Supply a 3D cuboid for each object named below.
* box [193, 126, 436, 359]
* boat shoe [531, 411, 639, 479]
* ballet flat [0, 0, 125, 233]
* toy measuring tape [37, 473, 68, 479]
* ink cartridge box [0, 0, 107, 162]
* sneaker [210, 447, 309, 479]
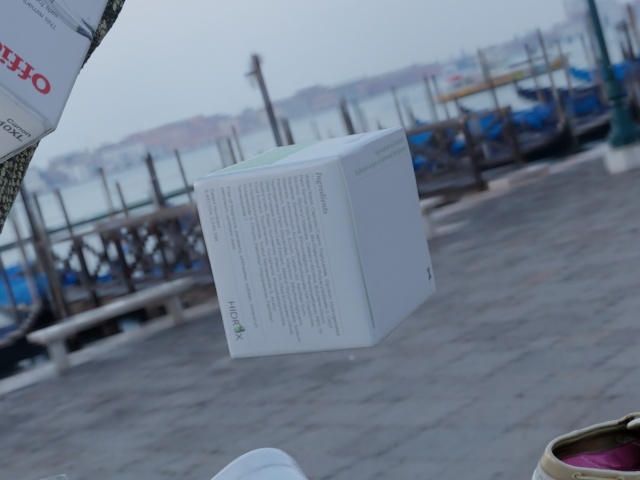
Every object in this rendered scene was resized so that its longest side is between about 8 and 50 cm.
[{"bbox_3d":[0.000,0.000,0.661,0.087,0.102,0.101,-7,10,24],"label":"box"},{"bbox_3d":[0.238,0.156,0.905,0.170,0.059,0.063,-14,42,-14],"label":"boat shoe"},{"bbox_3d":[-0.291,-0.197,1.130,0.164,0.483,0.182,19,-12,14],"label":"ballet flat"},{"bbox_3d":[-0.221,0.187,0.797,0.330,0.121,0.121,-23,0,42],"label":"toy measuring tape"},{"bbox_3d":[-0.251,-0.197,0.903,0.100,0.172,0.237,-23,41,38],"label":"ink cartridge box"},{"bbox_3d":[-0.093,0.296,0.877,0.292,0.108,0.169,-47,34,-3],"label":"sneaker"}]
